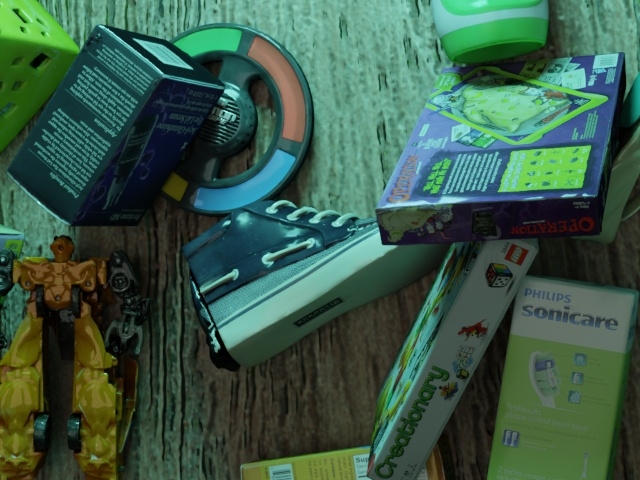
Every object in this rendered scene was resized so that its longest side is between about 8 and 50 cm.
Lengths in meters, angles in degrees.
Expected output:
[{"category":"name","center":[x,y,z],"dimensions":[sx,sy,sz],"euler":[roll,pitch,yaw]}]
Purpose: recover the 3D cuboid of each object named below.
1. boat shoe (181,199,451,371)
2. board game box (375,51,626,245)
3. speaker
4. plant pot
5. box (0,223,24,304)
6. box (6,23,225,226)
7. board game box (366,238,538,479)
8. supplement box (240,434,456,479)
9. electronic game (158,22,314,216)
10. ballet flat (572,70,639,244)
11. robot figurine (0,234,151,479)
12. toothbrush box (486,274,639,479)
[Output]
[{"category":"boat shoe","center":[0.000,0.000,1.561],"dimensions":[0.340,0.127,0.158],"euler":[-28,66,2]},{"category":"board game box","center":[0.193,-0.099,1.399],"dimensions":[0.208,0.347,0.056],"euler":[1,119,17]},{"category":"speaker","center":[0.172,-0.350,1.517],"dimensions":[0.131,0.131,0.296],"euler":[-9,86,14]},{"category":"plant pot","center":[-0.465,-0.229,1.641],"dimensions":[0.228,0.207,0.227],"euler":[44,100,13]},{"category":"box","center":[-0.518,0.004,1.645],"dimensions":[0.243,0.213,0.117],"euler":[20,94,14]},{"category":"box","center":[-0.229,-0.125,1.566],"dimensions":[0.108,0.153,0.207],"euler":[38,106,17]},{"category":"board game box","center":[0.136,0.088,1.438],"dimensions":[0.053,0.193,0.305],"euler":[23,112,-3]},{"category":"supplement box","center":[0.033,0.272,1.564],"dimensions":[0.233,0.078,0.080],"euler":[-8,84,14]},{"category":"electronic game","center":[-0.118,-0.142,1.628],"dimensions":[0.229,0.048,0.229],"euler":[0,88,16]},{"category":"ballet flat","center":[0.347,-0.104,1.497],"dimensions":[0.086,0.086,0.248],"euler":[33,98,13]},{"category":"robot figurine","center":[-0.306,0.139,1.642],"dimensions":[0.211,0.085,0.291],"euler":[1,89,1]},{"category":"toothbrush box","center":[0.252,0.183,1.442],"dimensions":[0.122,0.206,0.283],"euler":[10,92,15]}]
